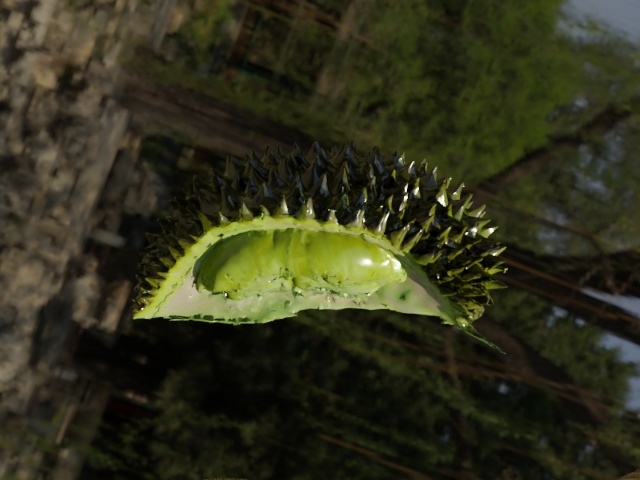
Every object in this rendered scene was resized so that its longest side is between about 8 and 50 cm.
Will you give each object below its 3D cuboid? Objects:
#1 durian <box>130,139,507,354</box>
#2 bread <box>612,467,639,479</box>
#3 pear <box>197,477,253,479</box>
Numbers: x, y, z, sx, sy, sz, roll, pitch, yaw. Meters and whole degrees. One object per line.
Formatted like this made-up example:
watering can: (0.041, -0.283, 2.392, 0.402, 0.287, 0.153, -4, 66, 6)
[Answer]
durian: (0.000, 0.000, 1.077, 0.158, 0.352, 0.169, -84, 174, -65)
bread: (0.392, 0.377, 1.199, 0.156, 0.204, 0.288, -29, -113, 58)
pear: (-0.076, 0.366, 1.014, 0.309, 0.309, 0.309, -159, -90, -83)
